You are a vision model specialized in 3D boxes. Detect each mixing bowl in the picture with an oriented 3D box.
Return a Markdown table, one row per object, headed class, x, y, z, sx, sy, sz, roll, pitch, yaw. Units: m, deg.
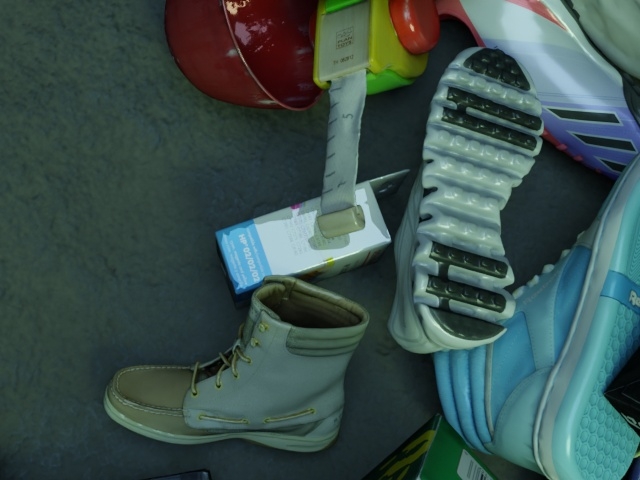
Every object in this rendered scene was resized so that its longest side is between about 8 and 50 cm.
| class | x | y | z | sx | sy | sz | roll | pitch | yaw |
| --- | --- | --- | --- | --- | --- | --- | --- | --- | --- |
| mixing bowl | -0.077 | -0.194 | 1.131 | 0.098 | 0.181 | 0.181 | -13 | 80 | 29 |

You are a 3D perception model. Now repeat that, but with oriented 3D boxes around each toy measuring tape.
| class | x | y | z | sx | sy | sz | roll | pitch | yaw |
| --- | --- | --- | --- | --- | --- | --- | --- | --- | --- |
| toy measuring tape | 0.048 | -0.137 | 1.116 | 0.121 | 0.121 | 0.330 | 5 | 64 | -3 |

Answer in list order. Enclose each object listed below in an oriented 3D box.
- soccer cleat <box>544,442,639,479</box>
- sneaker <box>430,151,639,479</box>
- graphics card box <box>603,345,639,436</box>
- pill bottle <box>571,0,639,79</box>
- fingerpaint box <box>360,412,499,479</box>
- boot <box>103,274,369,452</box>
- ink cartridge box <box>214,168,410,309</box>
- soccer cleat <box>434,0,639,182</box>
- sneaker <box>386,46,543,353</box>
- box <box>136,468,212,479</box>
| class | x | y | z | sx | sy | sz | roll | pitch | yaw |
| --- | --- | --- | --- | --- | --- | --- | --- | --- | --- |
| soccer cleat | 0.280 | 0.142 | 1.107 | 0.093 | 0.121 | 0.289 | 24 | 79 | 0 |
| sneaker | 0.202 | 0.051 | 1.088 | 0.127 | 0.208 | 0.319 | 39 | 68 | -34 |
| graphics card box | 0.418 | 0.157 | 1.042 | 0.233 | 0.094 | 0.371 | -50 | 121 | -9 |
| pill bottle | 0.379 | -0.288 | 1.169 | 0.278 | 0.162 | 0.162 | -39 | 85 | -10 |
| fingerpaint box | 0.093 | 0.418 | 0.873 | 0.371 | 0.163 | 0.445 | -43 | 88 | 14 |
| boot | -0.074 | 0.102 | 1.064 | 0.213 | 0.165 | 0.077 | 8 | 41 | -7 |
| ink cartridge box | 0.000 | 0.000 | 1.119 | 0.181 | 0.104 | 0.062 | -19 | 82 | -7 |
| soccer cleat | 0.228 | -0.136 | 1.171 | 0.116 | 0.108 | 0.318 | -37 | 85 | 9 |
| sneaker | 0.116 | -0.037 | 1.083 | 0.110 | 0.118 | 0.292 | 21 | 66 | -14 |
| box | -0.263 | 0.380 | 1.040 | 0.395 | 0.097 | 0.318 | -9 | 83 | -5 |
